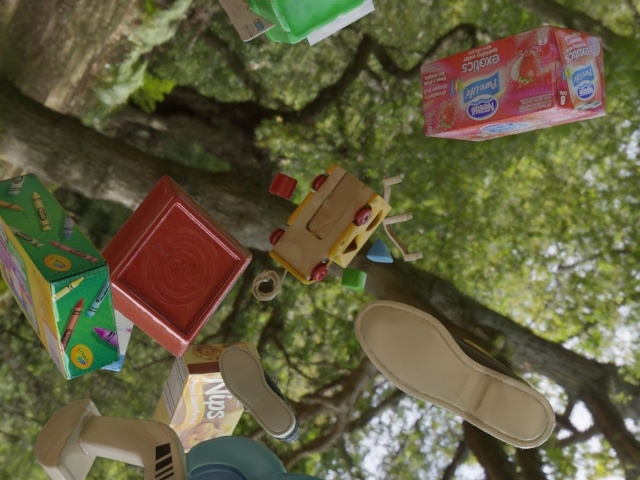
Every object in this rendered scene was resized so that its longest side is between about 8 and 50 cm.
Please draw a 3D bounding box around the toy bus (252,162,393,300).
[{"bbox_3d":[0.011,-0.006,1.200,0.202,0.104,0.191,-9,-108,20],"label":"toy bus"}]

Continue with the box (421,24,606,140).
[{"bbox_3d":[0.287,-0.231,1.262,0.257,0.128,0.122,-5,-94,52],"label":"box"}]

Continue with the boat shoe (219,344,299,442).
[{"bbox_3d":[-0.127,0.325,1.757,0.095,0.079,0.254,-42,-124,-12],"label":"boat shoe"}]

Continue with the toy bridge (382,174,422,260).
[{"bbox_3d":[0.161,-0.047,1.747,0.063,0.188,0.026,-12,-174,38],"label":"toy bridge"}]

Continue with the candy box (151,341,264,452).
[{"bbox_3d":[-0.271,0.371,1.925,0.087,0.183,0.316,61,-41,39],"label":"candy box"}]

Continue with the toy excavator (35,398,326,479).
[{"bbox_3d":[-0.182,0.367,1.147,0.433,0.222,0.445,-18,-143,0],"label":"toy excavator"}]

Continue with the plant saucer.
[{"bbox_3d":[-0.273,0.053,1.573,0.048,0.258,0.259,7,-123,56],"label":"plant saucer"}]

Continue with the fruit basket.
[{"bbox_3d":[-0.027,-0.482,1.470,0.327,0.165,0.353,-30,-150,1],"label":"fruit basket"}]

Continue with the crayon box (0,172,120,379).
[{"bbox_3d":[-0.378,0.042,1.152,0.278,0.081,0.165,40,-41,42],"label":"crayon box"}]

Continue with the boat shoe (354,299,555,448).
[{"bbox_3d":[0.197,0.197,1.239,0.116,0.324,0.097,-60,163,-1],"label":"boat shoe"}]

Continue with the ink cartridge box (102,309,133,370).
[{"bbox_3d":[-0.539,0.198,2.066,0.078,0.134,0.231,-137,-117,-67],"label":"ink cartridge box"}]
